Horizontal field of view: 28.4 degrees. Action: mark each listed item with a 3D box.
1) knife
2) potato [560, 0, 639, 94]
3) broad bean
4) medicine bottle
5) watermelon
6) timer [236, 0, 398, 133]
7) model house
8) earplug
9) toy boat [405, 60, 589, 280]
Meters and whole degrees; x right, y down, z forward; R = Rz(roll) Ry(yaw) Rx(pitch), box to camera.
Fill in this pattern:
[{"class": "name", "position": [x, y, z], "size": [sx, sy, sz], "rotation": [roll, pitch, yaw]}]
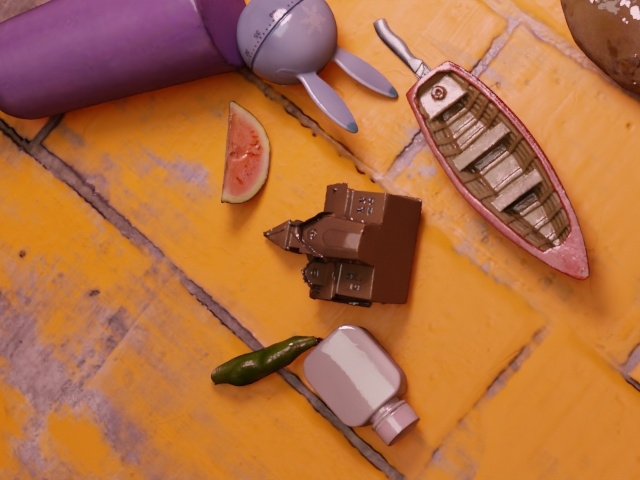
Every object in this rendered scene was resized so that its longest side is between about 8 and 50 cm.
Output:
[{"class": "knife", "position": [0.152, -0.272, 1.970], "size": [0.028, 0.015, 0.210], "rotation": [-41, 73, 3]}, {"class": "potato", "position": [0.447, -0.315, 1.812], "size": [0.165, 0.165, 0.262], "rotation": [-33, 70, 11]}, {"class": "broad bean", "position": [-0.089, 0.189, 1.959], "size": [0.195, 0.061, 0.046], "rotation": [-23, 74, 13]}, {"class": "medicine bottle", "position": [0.067, 0.220, 1.902], "size": [0.119, 0.069, 0.183], "rotation": [-44, 71, 7]}, {"class": "watermelon", "position": [-0.134, -0.132, 2.017], "size": [0.069, 0.087, 0.163], "rotation": [-2, 79, 49]}, {"class": "timer", "position": [-0.024, -0.282, 1.977], "size": [0.175, 0.175, 0.255], "rotation": [-33, 103, 11]}, {"class": "model house", "position": [0.000, 0.000, 1.921], "size": [0.248, 0.176, 0.181], "rotation": [5, 85, 35]}, {"class": "earplug", "position": [-0.352, -0.318, 2.045], "size": [0.455, 0.215, 0.215], "rotation": [-15, 78, 19]}, {"class": "toy boat", "position": [0.274, -0.094, 1.868], "size": [0.136, 0.079, 0.392], "rotation": [-38, 75, 7]}]
